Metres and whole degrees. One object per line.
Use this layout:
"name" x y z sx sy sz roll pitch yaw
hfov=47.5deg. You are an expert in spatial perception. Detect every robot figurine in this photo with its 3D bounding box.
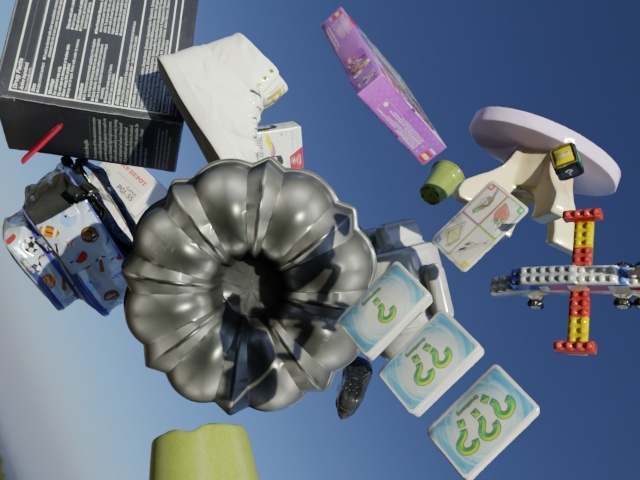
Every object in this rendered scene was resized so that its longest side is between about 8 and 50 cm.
"robot figurine" 0.194 0.134 1.671 0.300 0.199 0.354 -21 -97 63

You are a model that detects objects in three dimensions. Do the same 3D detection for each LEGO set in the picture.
"LEGO set" 0.138 0.032 0.561 0.060 0.244 0.182 41 6 -48

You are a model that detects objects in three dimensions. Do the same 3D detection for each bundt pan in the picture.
"bundt pan" -0.085 0.059 0.871 0.124 0.330 0.331 -145 -143 -86

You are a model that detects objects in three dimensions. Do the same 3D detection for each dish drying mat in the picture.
"dish drying mat" -0.433 -0.151 1.131 0.008 0.083 0.032 48 -2 -26

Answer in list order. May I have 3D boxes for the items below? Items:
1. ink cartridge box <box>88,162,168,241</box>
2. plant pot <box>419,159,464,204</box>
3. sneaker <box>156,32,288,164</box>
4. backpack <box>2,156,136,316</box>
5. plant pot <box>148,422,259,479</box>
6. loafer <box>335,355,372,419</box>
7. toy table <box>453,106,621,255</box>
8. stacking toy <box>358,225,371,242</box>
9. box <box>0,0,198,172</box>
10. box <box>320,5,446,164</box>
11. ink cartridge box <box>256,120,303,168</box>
"ink cartridge box" -0.572 -0.089 1.998 0.207 0.283 0.117 39 -8 29
"plant pot" 0.254 -0.116 1.562 0.083 0.079 0.083 27 -39 24
"sneaker" -0.110 -0.188 1.106 0.293 0.169 0.108 61 -16 11
"backpack" -0.429 0.011 1.309 0.263 0.213 0.276 54 -4 -25
"plant pot" -0.208 0.476 1.313 0.276 0.276 0.254 121 -37 -57
"loafer" 0.077 0.358 1.794 0.076 0.223 0.078 25 -67 3
"toy table" 0.361 -0.092 1.243 0.274 0.161 0.252 23 -14 4
"stacking toy" 0.000 0.000 1.659 0.221 0.052 0.167 45 -62 31
"box" -0.377 -0.303 1.270 0.183 0.293 0.296 124 -29 -62
"box" 0.109 -0.287 1.330 0.201 0.057 0.293 40 20 -36
"ink cartridge box" -0.144 -0.258 2.068 0.072 0.175 0.128 -137 -141 -59
